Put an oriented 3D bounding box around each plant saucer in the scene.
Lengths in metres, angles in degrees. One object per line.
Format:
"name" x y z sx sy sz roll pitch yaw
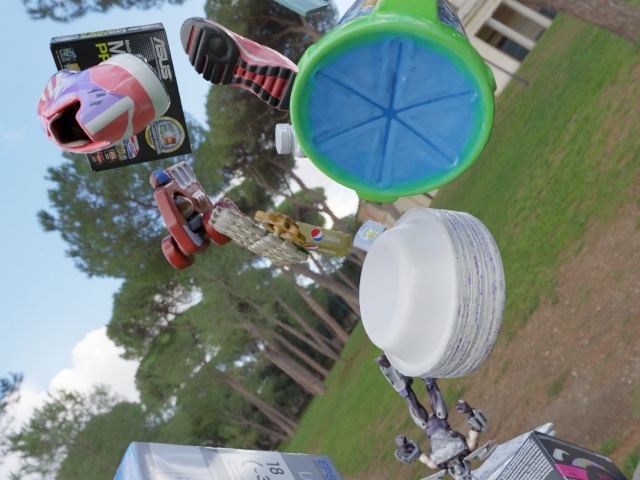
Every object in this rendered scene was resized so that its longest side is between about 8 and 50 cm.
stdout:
"plant saucer" -0.076 -0.472 0.995 0.067 0.192 0.018 -36 -26 -37

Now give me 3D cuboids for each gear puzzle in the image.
"gear puzzle" -0.099 -0.020 0.908 0.044 0.175 0.339 -61 11 -12

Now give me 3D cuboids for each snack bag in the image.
"snack bag" 0.312 0.529 1.121 0.323 0.037 0.342 -21 -26 -37

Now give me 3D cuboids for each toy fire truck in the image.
"toy fire truck" -0.358 -0.084 1.421 0.169 0.253 0.302 -31 12 12

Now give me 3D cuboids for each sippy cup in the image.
"sippy cup" 0.095 -0.212 0.673 0.305 0.240 0.224 -39 26 39

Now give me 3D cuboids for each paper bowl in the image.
"paper bowl" 0.165 0.085 0.887 0.284 0.148 0.284 -174 90 -73

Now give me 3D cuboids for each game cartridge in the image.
"game cartridge" 0.117 -0.012 1.272 0.083 0.056 0.017 -54 -29 -28

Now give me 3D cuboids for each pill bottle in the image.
"pill bottle" -0.012 -0.166 0.851 0.116 0.065 0.065 -6 -29 -14

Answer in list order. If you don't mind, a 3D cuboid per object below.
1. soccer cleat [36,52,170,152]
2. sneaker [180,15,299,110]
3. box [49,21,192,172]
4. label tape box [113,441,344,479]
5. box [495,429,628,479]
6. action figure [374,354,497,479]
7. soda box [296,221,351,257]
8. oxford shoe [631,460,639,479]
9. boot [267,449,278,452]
"soccer cleat" -0.327 -0.165 0.700 0.116 0.318 0.108 -50 -55 -32
"sneaker" -0.165 -0.396 1.189 0.116 0.314 0.136 -58 7 28
"box" -0.400 -0.291 1.085 0.216 0.060 0.270 -13 -54 -14
"label tape box" -0.007 0.307 0.467 0.241 0.334 0.105 39 107 57
"box" 0.373 0.419 0.707 0.143 0.165 0.270 -62 19 17
"action figure" 0.213 0.341 1.009 0.185 0.285 0.099 -30 -37 6
"soda box" 0.000 0.000 1.537 0.061 0.181 0.058 -34 48 55
"oxford shoe" 0.590 0.364 0.868 0.130 0.123 0.348 43 -106 -36
"boot" -0.144 0.452 0.889 0.106 0.082 0.219 44 -120 -37
